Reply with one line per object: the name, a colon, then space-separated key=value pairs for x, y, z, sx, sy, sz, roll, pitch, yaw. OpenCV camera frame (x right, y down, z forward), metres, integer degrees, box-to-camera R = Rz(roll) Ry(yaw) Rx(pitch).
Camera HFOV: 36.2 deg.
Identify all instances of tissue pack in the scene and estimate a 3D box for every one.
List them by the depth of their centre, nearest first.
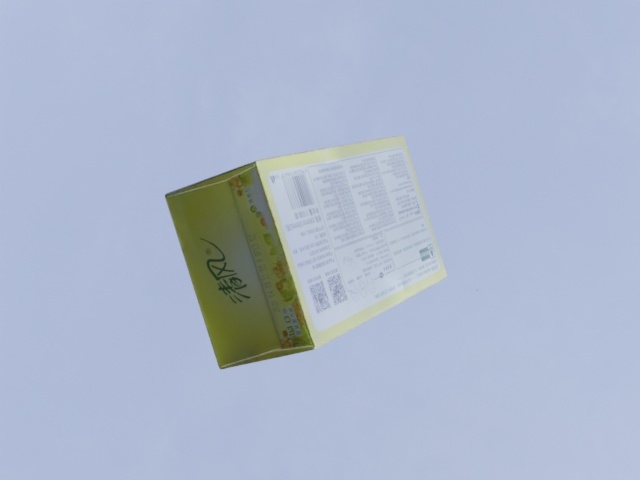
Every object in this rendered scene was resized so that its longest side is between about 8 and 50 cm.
tissue pack: x=0.000 y=0.000 z=0.544 sx=0.062 sy=0.176 sz=0.095 roll=-17 pitch=-88 yaw=29
